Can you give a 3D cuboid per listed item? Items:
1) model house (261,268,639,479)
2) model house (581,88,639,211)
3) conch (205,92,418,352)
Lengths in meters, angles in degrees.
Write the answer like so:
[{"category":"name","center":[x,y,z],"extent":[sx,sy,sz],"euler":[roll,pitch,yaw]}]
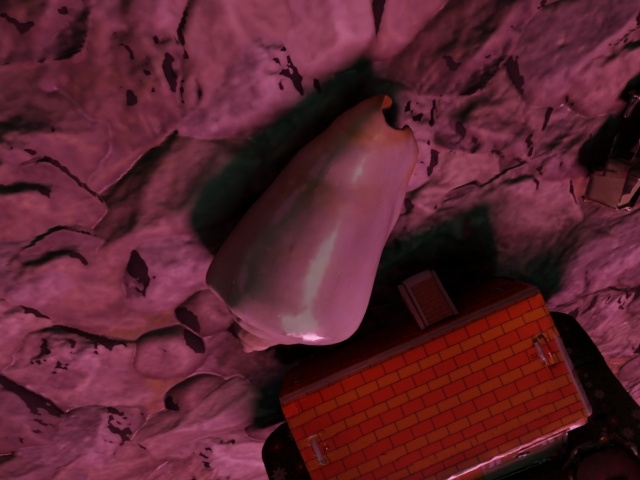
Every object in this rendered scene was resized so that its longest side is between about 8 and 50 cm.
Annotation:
[{"category":"model house","center":[0.086,0.138,0.488],"extent":[0.293,0.207,0.154],"euler":[-24,135,1]},{"category":"model house","center":[0.222,-0.058,0.461],"extent":[0.058,0.057,0.083],"euler":[-17,125,-47]},{"category":"conch","center":[-0.003,-0.004,0.411],"extent":[0.104,0.094,0.176],"euler":[19,98,-21]}]
